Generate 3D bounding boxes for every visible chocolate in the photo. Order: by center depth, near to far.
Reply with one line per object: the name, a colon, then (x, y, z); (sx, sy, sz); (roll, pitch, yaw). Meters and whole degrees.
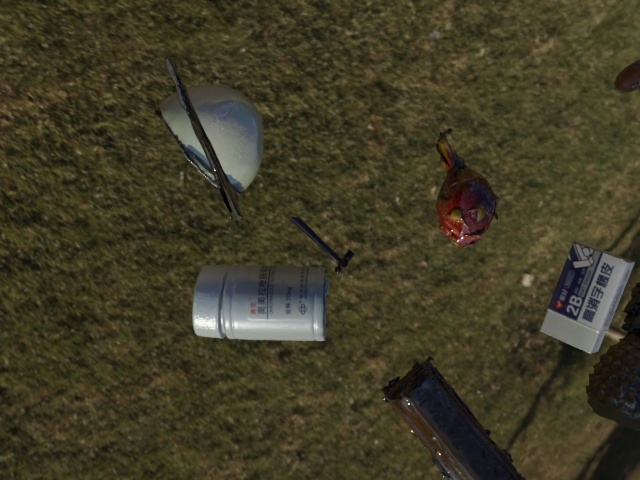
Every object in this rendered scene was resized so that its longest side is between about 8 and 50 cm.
chocolate: (0.225, 0.327, 1.069); (0.102, 0.329, 0.065); (-40, 171, 3)

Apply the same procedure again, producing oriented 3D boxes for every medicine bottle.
medicine bottle: (-0.148, 0.158, 1.829); (0.332, 0.190, 0.190); (1, 115, 3)

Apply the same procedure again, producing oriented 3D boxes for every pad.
pad: (-0.162, -0.142, 0.980); (0.022, 0.174, 0.233); (-24, 109, -3)

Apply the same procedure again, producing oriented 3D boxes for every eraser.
eraser: (0.565, 0.120, 1.531); (0.068, 0.124, 0.210); (3, 107, -52)

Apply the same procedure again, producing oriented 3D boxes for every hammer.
hammer: (0.000, 0.000, 1.707); (0.178, 0.021, 0.065); (43, 80, -3)

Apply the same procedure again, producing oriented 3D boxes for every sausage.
sausage: (0.378, -0.184, 0.734); (0.042, 0.158, 0.036); (29, 58, -40)

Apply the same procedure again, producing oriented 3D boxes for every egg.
egg: (-0.211, -0.240, 1.566); (0.174, 0.286, 0.264); (-42, 96, 3)

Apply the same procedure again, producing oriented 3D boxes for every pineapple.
pineapple: (0.303, 0.093, 0.661); (0.074, 0.074, 0.159); (47, 67, -41)

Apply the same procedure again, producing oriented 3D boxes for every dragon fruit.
dragon fruit: (0.287, -0.111, 1.481); (0.125, 0.125, 0.246); (-16, 82, -13)
